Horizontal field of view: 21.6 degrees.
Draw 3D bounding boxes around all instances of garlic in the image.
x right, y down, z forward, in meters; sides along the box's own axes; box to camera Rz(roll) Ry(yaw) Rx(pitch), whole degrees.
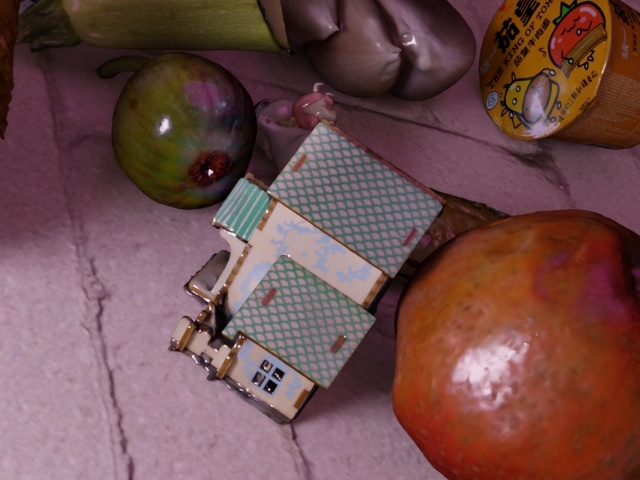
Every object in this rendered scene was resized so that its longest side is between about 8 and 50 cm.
[{"bbox_3d":[0.050,-0.256,1.926,0.279,0.132,0.325,9,37,-32],"label":"garlic"}]

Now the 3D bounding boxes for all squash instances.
[{"bbox_3d":[-0.166,-0.247,1.656,0.287,0.137,0.137,-3,43,-16],"label":"squash"}]

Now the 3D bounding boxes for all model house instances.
[{"bbox_3d":[0.000,0.000,1.472,0.178,0.206,0.271,37,33,6],"label":"model house"}]

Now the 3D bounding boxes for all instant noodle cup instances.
[{"bbox_3d":[0.324,-0.209,2.039,0.172,0.216,0.216,14,36,-38],"label":"instant noodle cup"}]

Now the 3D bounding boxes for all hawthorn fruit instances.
[{"bbox_3d":[0.213,0.091,1.443,0.277,0.298,0.277,28,37,-23],"label":"hawthorn fruit"}]

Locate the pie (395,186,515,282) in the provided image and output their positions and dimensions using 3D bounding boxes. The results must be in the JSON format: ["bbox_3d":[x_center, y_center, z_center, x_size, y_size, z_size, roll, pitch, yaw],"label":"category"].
[{"bbox_3d":[0.133,0.002,1.717,0.282,0.068,0.129,12,38,-36],"label":"pie"}]

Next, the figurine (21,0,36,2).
[{"bbox_3d":[-0.304,-0.293,1.681,0.144,0.114,0.178,31,24,15],"label":"figurine"}]

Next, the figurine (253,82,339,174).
[{"bbox_3d":[-0.024,-0.113,1.719,0.098,0.081,0.146,-24,54,-10],"label":"figurine"}]

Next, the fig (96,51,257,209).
[{"bbox_3d":[-0.151,-0.132,1.603,0.149,0.149,0.245,7,28,-34],"label":"fig"}]

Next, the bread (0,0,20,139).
[{"bbox_3d":[-0.329,-0.152,1.337,0.172,0.312,0.312,6,38,-10],"label":"bread"}]
